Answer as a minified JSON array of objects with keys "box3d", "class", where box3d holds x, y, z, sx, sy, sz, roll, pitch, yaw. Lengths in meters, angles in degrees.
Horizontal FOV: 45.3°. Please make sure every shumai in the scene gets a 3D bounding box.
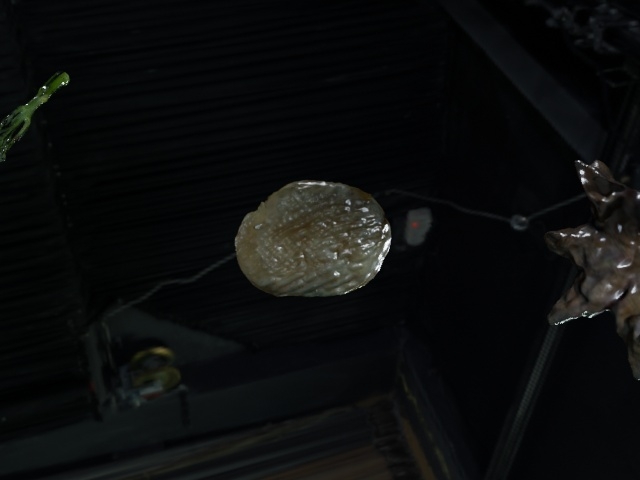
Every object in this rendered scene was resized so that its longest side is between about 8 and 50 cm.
[{"box3d":[0.000,0.000,1.049,0.161,0.210,0.153,69,17,5],"class":"shumai"}]

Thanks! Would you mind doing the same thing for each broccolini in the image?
[{"box3d":[-0.300,-0.125,0.765,0.140,0.035,0.030,-64,146,-39],"class":"broccolini"}]

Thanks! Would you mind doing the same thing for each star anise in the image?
[{"box3d":[0.436,0.030,0.999,0.108,0.315,0.315,12,59,-60],"class":"star anise"}]
